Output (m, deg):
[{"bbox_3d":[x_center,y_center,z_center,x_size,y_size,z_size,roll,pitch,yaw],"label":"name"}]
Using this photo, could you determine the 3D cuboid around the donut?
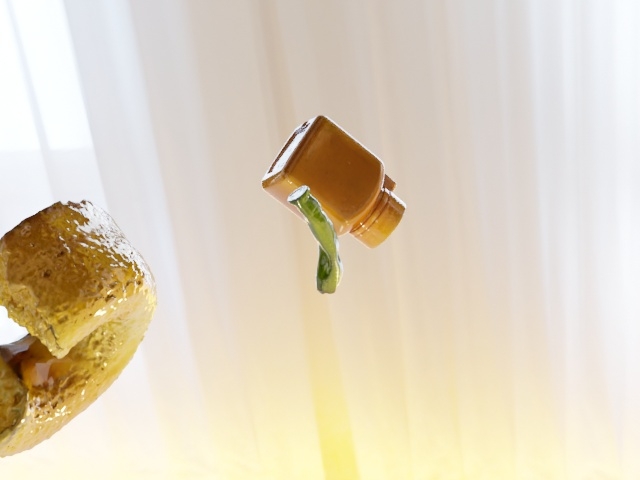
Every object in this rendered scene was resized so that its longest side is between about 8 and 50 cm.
[{"bbox_3d":[-0.396,0.143,1.778,0.163,0.435,0.378,40,-149,14],"label":"donut"}]

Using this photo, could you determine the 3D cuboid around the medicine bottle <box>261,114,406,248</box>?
[{"bbox_3d":[0.030,-0.090,1.978,0.149,0.222,0.112,-58,-163,-21],"label":"medicine bottle"}]

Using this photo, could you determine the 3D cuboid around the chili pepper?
[{"bbox_3d":[0.000,0.000,1.820,0.052,0.201,0.050,19,-131,41],"label":"chili pepper"}]
